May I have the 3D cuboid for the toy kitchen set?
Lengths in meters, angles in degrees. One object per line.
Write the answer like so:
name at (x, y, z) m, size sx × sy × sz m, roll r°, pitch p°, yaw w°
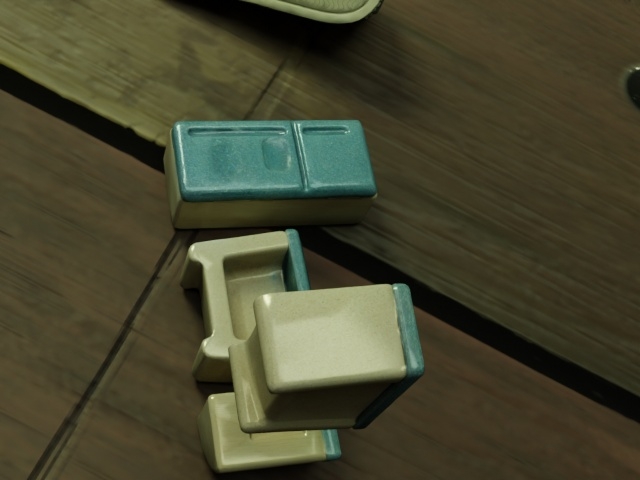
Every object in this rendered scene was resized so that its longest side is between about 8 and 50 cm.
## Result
toy kitchen set at (0.000, 0.000, 0.496) m, size 0.122 × 0.166 × 0.207 m, roll -3°, pitch 64°, yaw -19°

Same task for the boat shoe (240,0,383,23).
boat shoe at (-0.064, -0.208, 0.657) m, size 0.233 × 0.084 × 0.079 m, roll 22°, pitch 20°, yaw 3°
